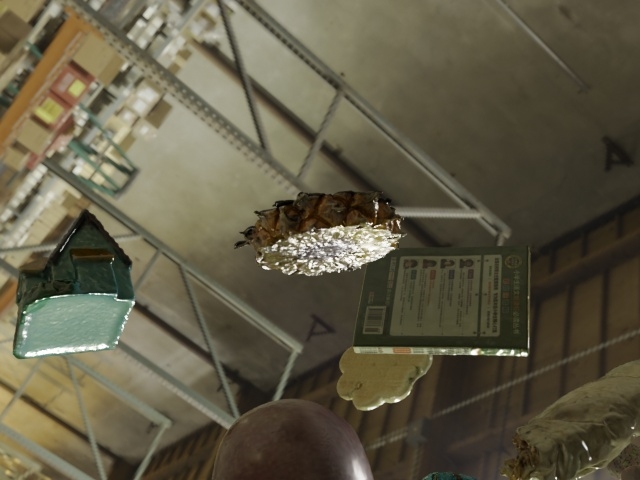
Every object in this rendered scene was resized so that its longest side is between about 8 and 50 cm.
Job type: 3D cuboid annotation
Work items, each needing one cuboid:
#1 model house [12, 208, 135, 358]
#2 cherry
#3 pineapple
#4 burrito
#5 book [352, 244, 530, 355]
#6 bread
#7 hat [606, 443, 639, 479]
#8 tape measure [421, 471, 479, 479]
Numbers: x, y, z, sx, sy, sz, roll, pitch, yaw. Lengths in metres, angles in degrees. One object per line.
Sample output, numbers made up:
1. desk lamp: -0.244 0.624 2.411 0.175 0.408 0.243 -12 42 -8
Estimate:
1. model house: -0.527 0.074 1.670 0.280 0.230 0.248 -55 -133 47
2. cherry: -0.031 0.344 1.105 0.221 0.261 0.307 -11 -178 10
3. pineapple: 0.000 0.000 0.985 0.221 0.221 0.047 -32 -124 47
4. burrito: 0.361 0.229 1.040 0.392 0.076 0.117 -15 -169 -39
5. book: 0.193 0.091 1.264 0.264 0.027 0.202 -2 -133 17
6. bread: 0.119 0.264 1.636 0.181 0.039 0.251 -51 -155 -12
7. hat: 0.440 0.332 1.133 0.058 0.087 0.042 -32 171 19
8. tape measure: 0.262 0.508 1.598 0.146 0.125 0.080 122 -23 -58
